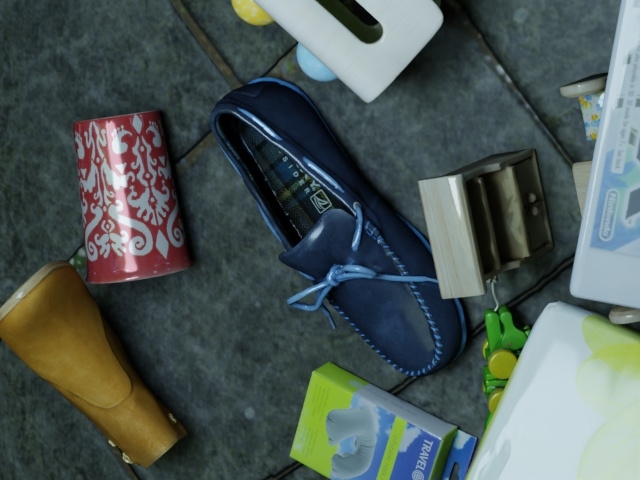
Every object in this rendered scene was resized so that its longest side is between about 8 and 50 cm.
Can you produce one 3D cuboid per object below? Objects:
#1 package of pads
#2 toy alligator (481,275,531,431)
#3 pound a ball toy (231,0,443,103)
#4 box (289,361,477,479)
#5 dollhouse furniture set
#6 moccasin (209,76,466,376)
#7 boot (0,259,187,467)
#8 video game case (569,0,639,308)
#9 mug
[{"bbox_3d":[0.248,0.225,1.477,0.229,0.101,0.296,25,90,24],"label":"package of pads"},{"bbox_3d":[0.181,0.103,1.567,0.051,0.056,0.189,-2,105,-1],"label":"toy alligator"},{"bbox_3d":[-0.047,-0.256,1.447,0.319,0.208,0.136,41,104,-8],"label":"pound a ball toy"},{"bbox_3d":[0.061,0.210,1.675,0.178,0.042,0.109,26,115,24],"label":"box"},{"bbox_3d":[0.234,-0.030,1.432,0.242,0.161,0.212,-8,99,33],"label":"dollhouse furniture set"},{"bbox_3d":[0.000,0.000,1.610,0.342,0.117,0.138,50,122,11],"label":"moccasin"},{"bbox_3d":[-0.228,0.138,1.720,0.104,0.295,0.211,-42,82,-8],"label":"boot"},{"bbox_3d":[0.376,-0.087,1.328,0.300,0.036,0.329,10,100,10],"label":"video game case"},{"bbox_3d":[-0.218,-0.046,1.738,0.150,0.113,0.169,-4,97,30],"label":"mug"}]
